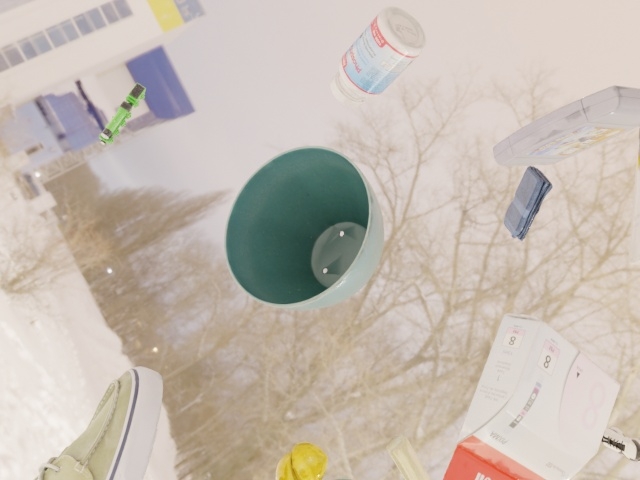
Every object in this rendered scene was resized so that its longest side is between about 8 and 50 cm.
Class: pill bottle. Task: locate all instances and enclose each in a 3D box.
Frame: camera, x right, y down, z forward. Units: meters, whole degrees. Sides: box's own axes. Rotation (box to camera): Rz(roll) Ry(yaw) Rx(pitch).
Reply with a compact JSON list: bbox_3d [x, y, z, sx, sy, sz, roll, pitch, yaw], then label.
[{"bbox_3d":[0.084,-0.280,1.024,0.087,0.087,0.160,56,-43,6],"label":"pill bottle"}]

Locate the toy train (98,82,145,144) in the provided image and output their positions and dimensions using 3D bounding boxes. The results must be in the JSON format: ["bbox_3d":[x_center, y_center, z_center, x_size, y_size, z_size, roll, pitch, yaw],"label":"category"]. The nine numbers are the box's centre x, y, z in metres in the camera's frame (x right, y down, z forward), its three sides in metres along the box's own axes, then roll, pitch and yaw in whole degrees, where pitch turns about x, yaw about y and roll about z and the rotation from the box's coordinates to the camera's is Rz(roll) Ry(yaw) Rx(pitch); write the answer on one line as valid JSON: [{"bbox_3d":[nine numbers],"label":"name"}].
[{"bbox_3d":[-0.226,-0.145,0.749,0.017,0.083,0.023,32,-19,-11],"label":"toy train"}]

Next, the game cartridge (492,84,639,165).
[{"bbox_3d":[0.507,-0.221,1.322,0.297,0.198,0.062,-27,-104,53],"label":"game cartridge"}]

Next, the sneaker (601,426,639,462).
[{"bbox_3d":[0.522,0.357,1.147,0.109,0.043,0.040,-168,-93,-80],"label":"sneaker"}]

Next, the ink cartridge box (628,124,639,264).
[{"bbox_3d":[0.459,-0.068,0.710,0.119,0.207,0.353,23,74,-75],"label":"ink cartridge box"}]

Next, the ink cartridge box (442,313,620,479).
[{"bbox_3d":[0.233,0.224,0.722,0.189,0.232,0.066,35,-21,-33],"label":"ink cartridge box"}]

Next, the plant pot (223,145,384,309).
[{"bbox_3d":[0.000,0.000,1.193,0.290,0.290,0.195,46,8,34],"label":"plant pot"}]

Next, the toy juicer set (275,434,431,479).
[{"bbox_3d":[0.017,0.337,0.828,0.089,0.329,0.209,-166,-116,-67],"label":"toy juicer set"}]

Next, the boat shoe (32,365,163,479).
[{"bbox_3d":[-0.258,0.272,0.684,0.094,0.302,0.109,26,-14,-24],"label":"boat shoe"}]

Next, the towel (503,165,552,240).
[{"bbox_3d":[0.356,-0.064,1.131,0.067,0.029,0.119,-102,-157,-54],"label":"towel"}]
